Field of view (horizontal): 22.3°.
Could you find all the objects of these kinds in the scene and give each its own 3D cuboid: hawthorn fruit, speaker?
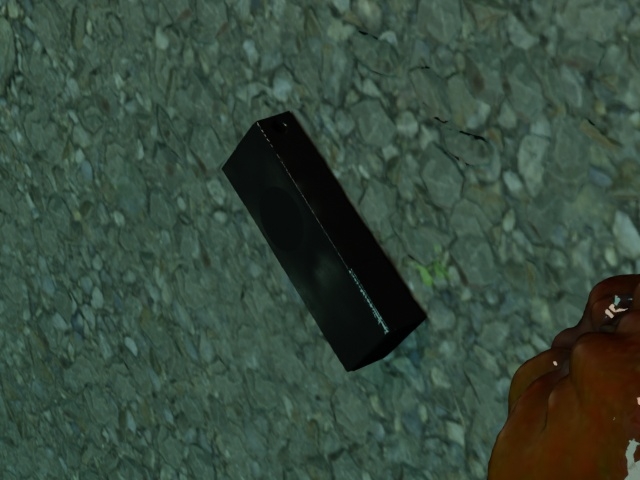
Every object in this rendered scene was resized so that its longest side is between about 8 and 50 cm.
[{"bbox_3d":[0.258,0.154,0.985,0.298,0.277,0.277,40,139,1],"label":"hawthorn fruit"},{"bbox_3d":[0.000,0.000,1.388,0.218,0.044,0.082,58,142,13],"label":"speaker"}]
